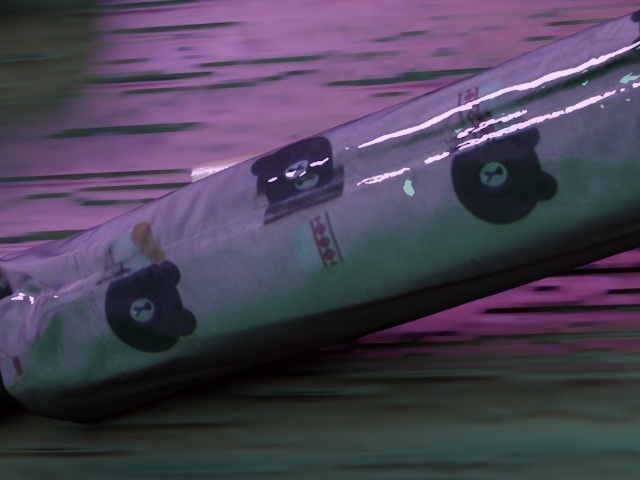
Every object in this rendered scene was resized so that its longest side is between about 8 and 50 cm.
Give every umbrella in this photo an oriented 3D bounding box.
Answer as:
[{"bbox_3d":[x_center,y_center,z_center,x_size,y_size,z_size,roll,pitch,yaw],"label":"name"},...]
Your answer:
[{"bbox_3d":[0.000,0.000,0.589,0.337,0.073,0.067,-20,57,22],"label":"umbrella"}]

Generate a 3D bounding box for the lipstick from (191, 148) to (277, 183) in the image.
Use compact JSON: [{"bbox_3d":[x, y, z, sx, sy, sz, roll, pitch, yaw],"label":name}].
[{"bbox_3d":[0.000,-0.027,0.656,0.094,0.019,0.019,-9,65,11],"label":"lipstick"}]
